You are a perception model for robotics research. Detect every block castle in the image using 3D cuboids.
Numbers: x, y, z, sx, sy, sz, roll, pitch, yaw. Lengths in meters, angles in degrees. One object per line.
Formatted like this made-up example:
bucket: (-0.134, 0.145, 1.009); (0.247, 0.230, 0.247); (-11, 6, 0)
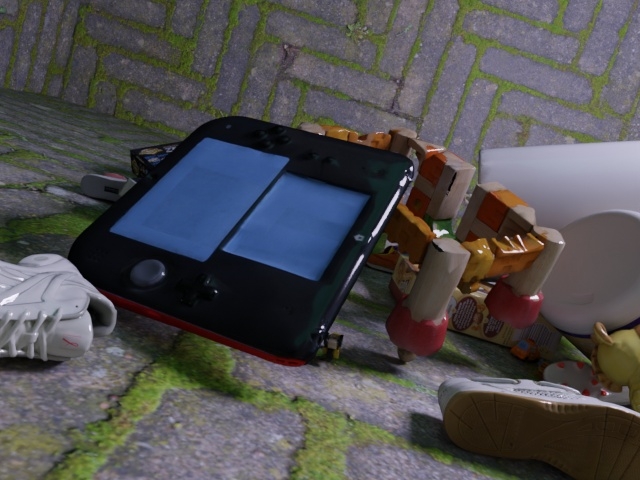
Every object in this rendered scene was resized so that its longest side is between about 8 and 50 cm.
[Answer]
block castle: (0.141, -0.016, 0.974); (0.303, 0.213, 0.453); (-6, 37, -33)

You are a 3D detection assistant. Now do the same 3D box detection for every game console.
game console: (-0.092, -0.035, 0.757); (0.342, 0.060, 0.386); (13, 46, 21)

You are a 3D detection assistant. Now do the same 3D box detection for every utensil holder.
utensil holder: (0.543, -0.058, 1.258); (0.385, 0.328, 0.327); (1, 6, 15)

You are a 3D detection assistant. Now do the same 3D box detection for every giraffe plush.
giraffe plush: (0.483, 0.197, 0.835); (0.210, 0.181, 0.170); (-12, 39, -8)

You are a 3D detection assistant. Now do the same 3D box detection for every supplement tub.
supplement tub: (0.564, 0.126, 1.027); (0.331, 0.241, 0.241); (39, 1, -26)

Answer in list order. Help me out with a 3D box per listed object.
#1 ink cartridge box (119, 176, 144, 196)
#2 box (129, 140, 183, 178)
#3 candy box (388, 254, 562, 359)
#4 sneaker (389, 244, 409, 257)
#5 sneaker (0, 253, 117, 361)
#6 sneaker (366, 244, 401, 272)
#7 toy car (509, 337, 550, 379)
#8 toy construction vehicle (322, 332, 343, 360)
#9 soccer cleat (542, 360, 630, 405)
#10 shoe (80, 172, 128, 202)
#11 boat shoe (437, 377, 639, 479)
ink cartridge box: (-0.251, -0.051, 1.114); (0.208, 0.045, 0.206); (37, 12, 3)
box: (-0.291, -0.179, 1.455); (0.295, 0.073, 0.293); (-16, 33, -32)
candy box: (0.311, 0.132, 1.179); (0.316, 0.088, 0.183); (18, 10, -6)
sneaker: (0.227, 0.027, 1.628); (0.098, 0.083, 0.224); (14, 10, 2)
sneaker: (-0.260, 0.066, 0.499); (0.115, 0.090, 0.232); (24, 12, 12)
sneaker: (0.193, 0.052, 1.461); (0.175, 0.067, 0.064); (16, 8, -24)
toy car: (0.394, 0.212, 1.034); (0.060, 0.041, 0.122); (16, 10, -17)
toy construction vehicle: (-0.014, 0.134, 0.752); (0.085, 0.035, 0.098); (8, 7, 4)
soccer cleat: (0.459, 0.243, 0.951); (0.196, 0.068, 0.076); (7, -30, -2)
shoe: (-0.406, -0.104, 1.213); (0.178, 0.063, 0.081); (16, 13, 4)
boat shoe: (0.270, 0.207, 0.667); (0.277, 0.098, 0.096); (17, 11, -5)
